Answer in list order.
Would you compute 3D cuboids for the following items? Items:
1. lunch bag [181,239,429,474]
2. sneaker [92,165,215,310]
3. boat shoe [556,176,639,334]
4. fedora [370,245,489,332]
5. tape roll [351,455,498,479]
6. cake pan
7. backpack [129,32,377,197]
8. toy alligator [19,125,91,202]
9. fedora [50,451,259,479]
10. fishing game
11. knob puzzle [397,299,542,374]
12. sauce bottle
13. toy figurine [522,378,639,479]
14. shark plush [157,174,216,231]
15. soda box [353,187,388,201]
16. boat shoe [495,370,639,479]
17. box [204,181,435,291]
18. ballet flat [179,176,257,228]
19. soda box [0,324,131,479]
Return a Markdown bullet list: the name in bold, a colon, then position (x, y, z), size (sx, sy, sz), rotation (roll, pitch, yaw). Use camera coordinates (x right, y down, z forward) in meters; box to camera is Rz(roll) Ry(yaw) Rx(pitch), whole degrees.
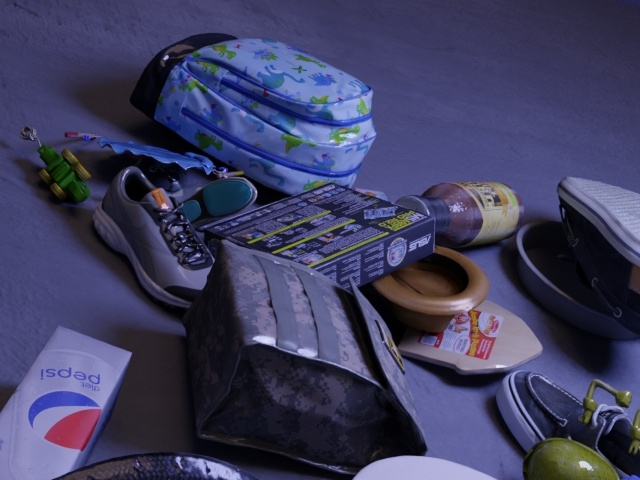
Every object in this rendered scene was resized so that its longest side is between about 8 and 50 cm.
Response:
- **lunch bag**: position (-0.006, 0.148, 1.334), size (0.286, 0.169, 0.235), rotation (19, 25, -21)
- **sneaker**: position (-0.212, 0.001, 1.491), size (0.271, 0.108, 0.100), rotation (41, 32, 27)
- **boat shoe**: position (0.487, 0.010, 1.799), size (0.186, 0.156, 0.500), rotation (13, 19, -6)
- **fedora**: position (0.153, 0.076, 1.601), size (0.194, 0.079, 0.194), rotation (3, 29, -2)
- **tape roll**: position (0.176, 0.375, 1.108), size (0.392, 0.072, 0.392), rotation (26, 21, -11)
- **cake pan**: position (0.464, 0.070, 1.885), size (0.293, 0.054, 0.293), rotation (17, 30, -10)
- **backpack**: position (-0.081, -0.210, 1.818), size (0.355, 0.273, 0.290), rotation (46, 29, 15)
- **toy alligator**: position (-0.384, -0.105, 1.610), size (0.189, 0.056, 0.051), rotation (44, -6, 35)
- **fedora**: position (-0.176, 0.310, 0.912), size (0.333, 0.334, 0.152), rotation (1, 5, -33)
- **fishing game**: position (-0.255, -0.125, 1.694), size (0.264, 0.041, 0.189), rotation (14, 7, 4)
- **knob puzzle**: position (0.227, 0.147, 1.599), size (0.213, 0.030, 0.213), rotation (3, 29, -2)
- **sauce bottle**: position (0.227, -0.042, 1.794), size (0.111, 0.111, 0.344), rotation (37, 21, 23)
- **toy figurine**: position (0.375, 0.285, 1.209), size (0.362, 0.191, 0.217), rotation (35, 0, 33)
- **shark plush**: position (-0.226, -0.073, 1.639), size (0.161, 0.067, 0.073), rotation (15, 31, -14)
- **soda box**: position (0.096, -0.008, 1.755), size (0.058, 0.063, 0.183), rotation (8, 33, -25)
- **boat shoe**: position (0.370, 0.270, 1.428), size (0.121, 0.119, 0.335), rotation (-7, 41, -41)
- **box**: position (0.000, 0.000, 1.583), size (0.216, 0.060, 0.270), rotation (22, 32, 39)
- **ballet flat**: position (-0.160, -0.051, 1.579), size (0.052, 0.168, 0.057), rotation (-2, 75, -69)
- **soda box**: position (-0.284, 0.211, 1.108), size (0.091, 0.098, 0.286), rotation (21, 29, -2)
